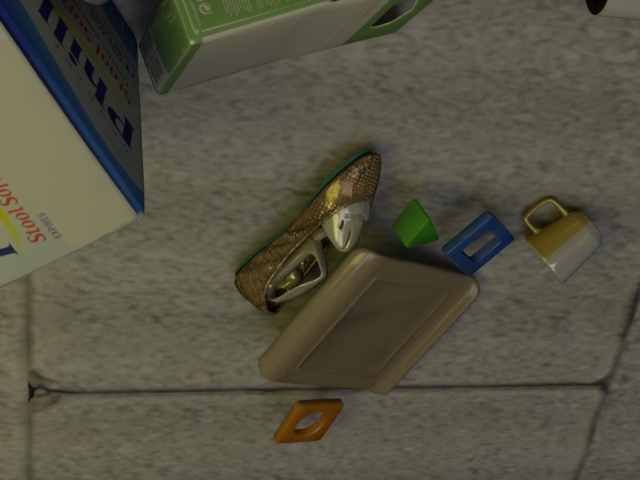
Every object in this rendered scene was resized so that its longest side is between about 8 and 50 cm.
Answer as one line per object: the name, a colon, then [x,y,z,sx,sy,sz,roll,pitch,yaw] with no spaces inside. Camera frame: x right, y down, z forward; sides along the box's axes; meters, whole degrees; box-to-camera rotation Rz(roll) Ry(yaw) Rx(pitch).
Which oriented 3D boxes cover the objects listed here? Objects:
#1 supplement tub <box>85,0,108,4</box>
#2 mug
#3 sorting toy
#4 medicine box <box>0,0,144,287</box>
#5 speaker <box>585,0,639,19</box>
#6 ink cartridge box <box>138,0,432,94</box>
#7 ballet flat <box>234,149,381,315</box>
supplement tub: [-0.081,-0.330,0.841,0.316,0.228,0.228,-31,125,11]
mug: [0.254,-0.002,1.249,0.064,0.062,0.078,-39,130,7]
sorting toy: [0.047,0.082,1.254,0.196,0.047,0.347,17,121,-46]
medicine box: [-0.258,-0.156,0.891,0.149,0.289,0.263,-25,126,7]
speaker: [0.314,-0.226,1.102,0.136,0.055,0.055,4,124,-13]
ink cartridge box: [-0.022,-0.191,0.998,0.235,0.171,0.056,-20,89,-18]
ballet flat: [0.000,0.000,1.188,0.206,0.067,0.073,-46,154,25]
